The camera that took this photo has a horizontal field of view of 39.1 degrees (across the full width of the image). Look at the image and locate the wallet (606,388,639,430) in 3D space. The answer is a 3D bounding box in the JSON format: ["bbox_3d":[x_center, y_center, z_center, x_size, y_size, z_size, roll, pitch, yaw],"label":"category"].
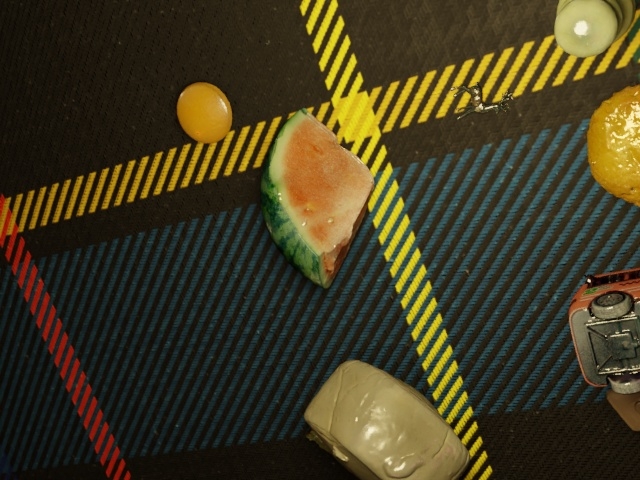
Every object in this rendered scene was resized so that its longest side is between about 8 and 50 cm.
[{"bbox_3d":[0.717,0.346,1.971,0.152,0.039,0.118,-40,92,29],"label":"wallet"}]

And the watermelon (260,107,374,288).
[{"bbox_3d":[-0.041,-0.073,1.972,0.292,0.222,0.319,36,113,5],"label":"watermelon"}]

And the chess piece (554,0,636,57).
[{"bbox_3d":[0.487,-0.398,1.620,0.144,0.251,0.144,8,114,18],"label":"chess piece"}]

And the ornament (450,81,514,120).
[{"bbox_3d":[0.335,-0.291,1.855,0.125,0.028,0.073,-5,110,25],"label":"ornament"}]

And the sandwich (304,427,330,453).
[{"bbox_3d":[0.045,0.464,2.253,0.090,0.088,0.244,45,120,-1],"label":"sandwich"}]

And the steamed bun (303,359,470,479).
[{"bbox_3d":[0.166,0.453,2.090,0.383,0.236,0.247,43,76,-1],"label":"steamed bun"}]

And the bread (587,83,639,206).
[{"bbox_3d":[0.626,-0.189,1.720,0.239,0.139,0.240,8,114,18],"label":"bread"}]

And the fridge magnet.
[{"bbox_3d":[-0.264,-0.293,2.067,0.143,0.063,0.143,8,114,20],"label":"fridge magnet"}]

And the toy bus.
[{"bbox_3d":[0.721,0.147,1.779,0.426,0.233,0.203,-11,107,23],"label":"toy bus"}]
